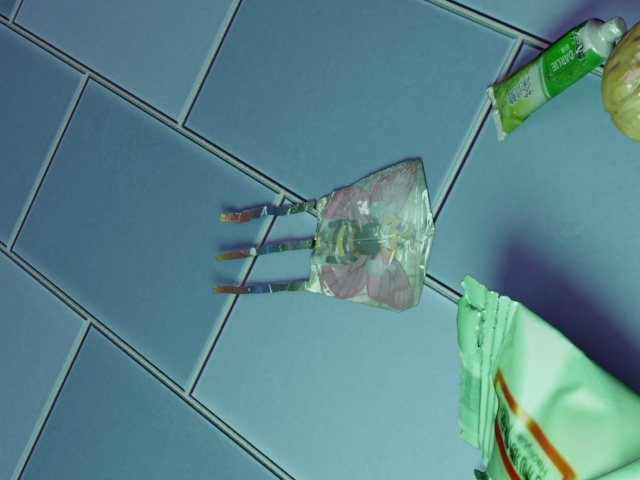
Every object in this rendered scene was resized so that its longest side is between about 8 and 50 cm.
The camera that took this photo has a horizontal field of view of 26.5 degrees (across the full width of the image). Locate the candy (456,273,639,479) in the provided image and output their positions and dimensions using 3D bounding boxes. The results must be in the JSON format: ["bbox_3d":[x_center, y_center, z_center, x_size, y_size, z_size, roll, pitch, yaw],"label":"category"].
[{"bbox_3d":[0.282,0.231,1.496,0.398,0.172,0.263,41,131,44],"label":"candy"}]

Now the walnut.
[{"bbox_3d":[0.397,-0.180,1.527,0.166,0.149,0.167,1,98,9],"label":"walnut"}]

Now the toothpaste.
[{"bbox_3d":[0.281,-0.203,1.646,0.248,0.046,0.078,-35,61,54],"label":"toothpaste"}]

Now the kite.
[{"bbox_3d":[0.002,0.001,1.871,0.360,0.022,0.204,-3,78,34],"label":"kite"}]
